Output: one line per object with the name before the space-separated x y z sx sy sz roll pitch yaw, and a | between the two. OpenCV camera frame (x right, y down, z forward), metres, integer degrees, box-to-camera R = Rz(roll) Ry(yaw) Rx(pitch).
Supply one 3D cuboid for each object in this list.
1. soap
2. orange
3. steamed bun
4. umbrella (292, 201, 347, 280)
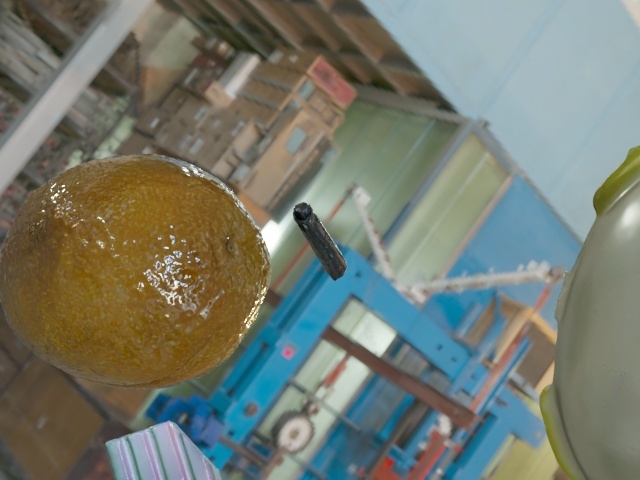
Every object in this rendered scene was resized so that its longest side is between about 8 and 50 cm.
soap | -0.150 0.262 1.078 0.056 0.100 0.149 64 6 -76
orange | -0.252 0.044 1.394 0.357 0.322 0.322 -8 -34 34
steamed bun | 0.369 0.088 0.909 0.334 0.373 0.334 14 8 -2
umbrella | 0.000 0.001 1.365 0.036 0.031 0.133 46 -9 49
